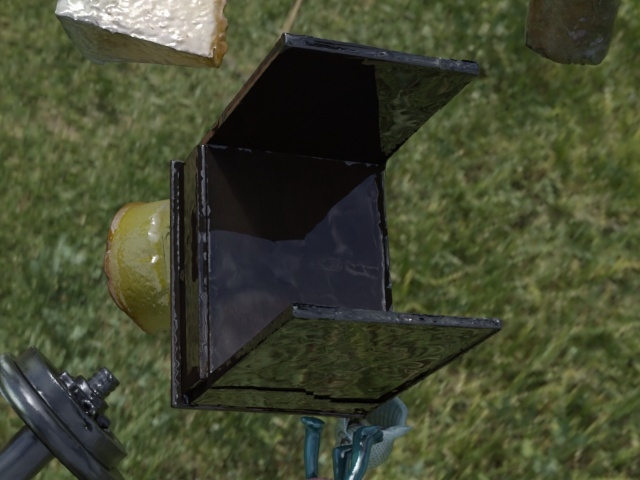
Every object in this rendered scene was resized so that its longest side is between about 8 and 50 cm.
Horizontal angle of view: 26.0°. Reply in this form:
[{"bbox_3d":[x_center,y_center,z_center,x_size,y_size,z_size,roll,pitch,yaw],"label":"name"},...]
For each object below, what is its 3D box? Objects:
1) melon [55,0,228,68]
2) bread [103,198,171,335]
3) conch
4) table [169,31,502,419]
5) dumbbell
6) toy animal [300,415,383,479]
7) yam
[{"bbox_3d":[-0.088,-0.191,0.841,0.098,0.054,0.182,6,70,14],"label":"melon"},{"bbox_3d":[-0.171,0.016,1.490,0.125,0.086,0.156,64,32,-22],"label":"bread"},{"bbox_3d":[0.047,0.194,1.415,0.085,0.057,0.076,-21,92,-39],"label":"conch"},{"bbox_3d":[0.000,0.000,1.208,0.196,0.282,0.250,7,67,-21],"label":"table"},{"bbox_3d":[-0.312,0.234,1.373,0.290,0.192,0.192,-43,76,-9],"label":"dumbbell"},{"bbox_3d":[0.021,0.229,1.046,0.100,0.103,0.208,-2,54,-6],"label":"toy animal"},{"bbox_3d":[0.167,-0.223,0.807,0.061,0.252,0.061,4,34,-3],"label":"yam"}]
